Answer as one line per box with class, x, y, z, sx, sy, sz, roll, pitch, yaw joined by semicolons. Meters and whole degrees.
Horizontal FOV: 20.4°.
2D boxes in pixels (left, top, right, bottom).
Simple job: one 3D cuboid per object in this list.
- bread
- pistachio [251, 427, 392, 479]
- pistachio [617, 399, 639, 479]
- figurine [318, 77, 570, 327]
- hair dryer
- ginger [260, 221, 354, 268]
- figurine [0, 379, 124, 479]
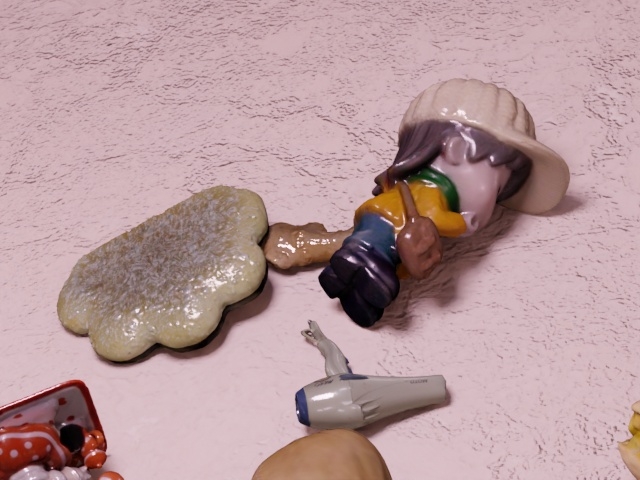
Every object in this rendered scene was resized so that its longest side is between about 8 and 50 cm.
bread;-0.176;0.047;2.117;0.286;0.056;0.207;-32;45;-3
pistachio;0.002;0.299;1.752;0.162;0.181;0.293;-43;26;30
pistachio;0.400;0.222;1.778;0.200;0.117;0.145;11;8;34
figurine;0.123;-0.063;2.101;0.332;0.185;0.204;-30;80;-25
hair dryer;0.057;0.146;2.001;0.167;0.067;0.199;1;28;2
ginger;0.002;0.002;2.162;0.173;0.051;0.069;-5;31;-2
figurine;-0.280;0.297;1.846;0.183;0.160;0.226;-23;52;-11
